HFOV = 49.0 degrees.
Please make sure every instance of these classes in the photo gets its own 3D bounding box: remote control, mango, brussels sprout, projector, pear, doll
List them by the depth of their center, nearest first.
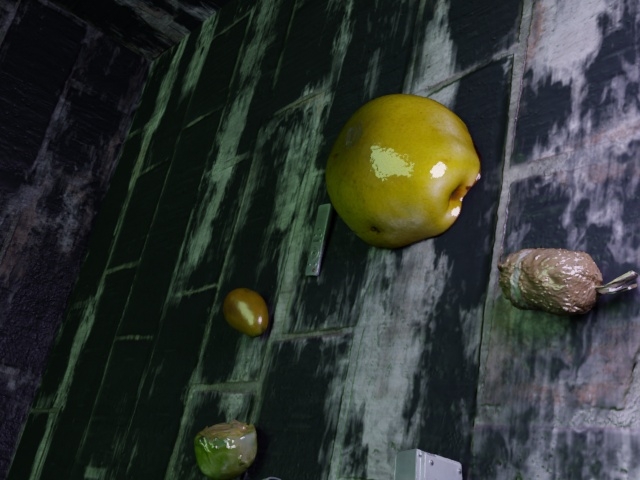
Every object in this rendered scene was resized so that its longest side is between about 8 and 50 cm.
[{"bbox_3d":[0.374,0.067,1.091,0.221,0.115,0.105,13,68,50],"label":"doll"},{"bbox_3d":[0.174,0.414,1.105,0.061,0.115,0.147,-29,46,43],"label":"projector"},{"bbox_3d":[0.136,-0.166,1.499,0.386,0.191,0.340,24,88,58],"label":"pear"},{"bbox_3d":[-0.213,0.482,1.592,0.149,0.151,0.122,0,97,28],"label":"brussels sprout"},{"bbox_3d":[0.000,0.000,1.726,0.050,0.027,0.184,-7,67,54],"label":"remote control"},{"bbox_3d":[-0.186,0.182,1.801,0.163,0.089,0.111,15,91,47],"label":"mango"}]

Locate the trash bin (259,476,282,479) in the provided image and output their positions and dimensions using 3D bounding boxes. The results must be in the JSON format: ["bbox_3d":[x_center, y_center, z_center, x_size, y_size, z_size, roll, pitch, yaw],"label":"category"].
[{"bbox_3d":[-0.134,0.571,1.476,0.130,0.059,0.116,-34,42,39],"label":"trash bin"}]
